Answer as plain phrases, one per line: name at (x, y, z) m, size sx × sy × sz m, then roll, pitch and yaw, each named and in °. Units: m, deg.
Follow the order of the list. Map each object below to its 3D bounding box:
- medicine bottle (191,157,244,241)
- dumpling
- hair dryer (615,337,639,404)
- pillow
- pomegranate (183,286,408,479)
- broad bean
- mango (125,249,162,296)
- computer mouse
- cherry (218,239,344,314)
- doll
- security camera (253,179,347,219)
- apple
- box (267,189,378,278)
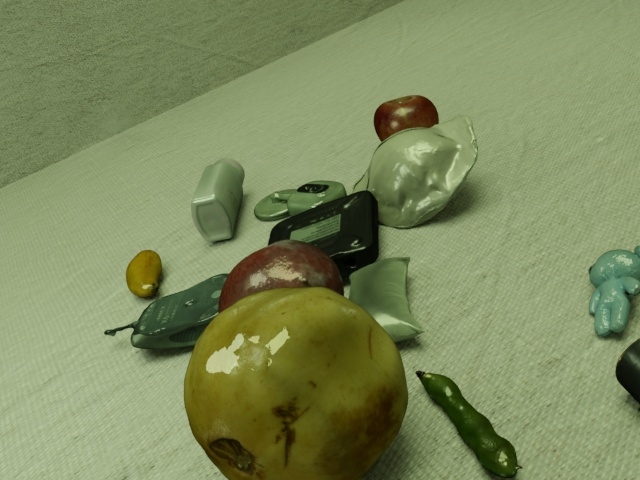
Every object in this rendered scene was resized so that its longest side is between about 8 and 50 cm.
medicine bottle at (-0.291, -0.131, 1.800) m, size 0.111 × 0.161 × 0.296 m, roll -10°, pitch 32°, yaw 10°
dumpling at (0.234, -0.160, 1.566) m, size 0.340 × 0.181 × 0.260 m, roll -15°, pitch 49°, yaw 7°
hair dryer at (0.629, 0.190, 0.873) m, size 0.351 × 0.107 × 0.189 m, roll -16°, pitch 33°, yaw -7°
pillow at (0.126, 0.124, 1.249) m, size 0.144 × 0.078 × 0.254 m, roll -13°, pitch 30°, yaw 9°
pomegranate at (-0.036, 0.225, 0.946) m, size 0.332 × 0.333 × 0.333 m, roll -13°, pitch 31°, yaw 8°
broad bean at (0.229, 0.280, 0.973) m, size 0.052 × 0.052 × 0.256 m, roll -57°, pitch 31°, yaw 9°
mango at (-0.462, 0.088, 1.628) m, size 0.098 × 0.075 × 0.190 m, roll -24°, pitch 37°, yaw 1°
computer mouse at (-0.316, 0.180, 1.390) m, size 0.379 × 0.090 × 0.167 m, roll -15°, pitch 30°, yaw 16°
cherry at (-0.075, 0.114, 1.206) m, size 0.261 × 0.307 × 0.221 m, roll -33°, pitch 78°, yaw -24°
doll at (0.530, 0.095, 1.101) m, size 0.120 × 0.075 × 0.180 m, roll -29°, pitch 37°, yaw 48°
security camera at (-0.069, -0.117, 1.750) m, size 0.301 × 0.080 × 0.157 m, roll 6°, pitch 38°, yaw 39°
apple at (0.258, -0.345, 1.868) m, size 0.201 × 0.162 × 0.201 m, roll -13°, pitch 19°, yaw 5°
box at (0.000, 0.000, 1.492) m, size 0.289 × 0.073 × 0.289 m, roll -20°, pitch 31°, yaw 17°
